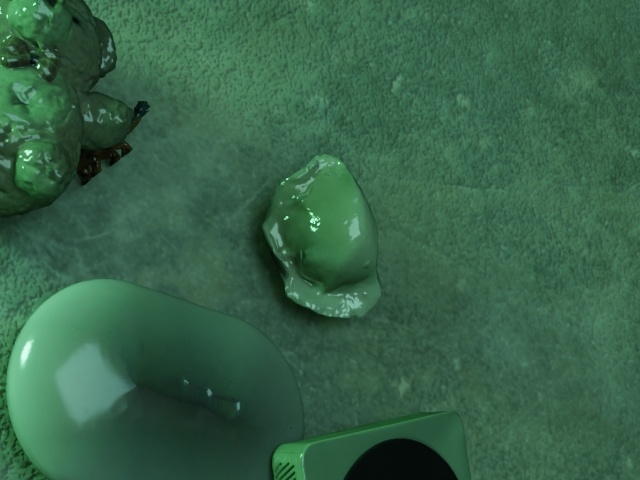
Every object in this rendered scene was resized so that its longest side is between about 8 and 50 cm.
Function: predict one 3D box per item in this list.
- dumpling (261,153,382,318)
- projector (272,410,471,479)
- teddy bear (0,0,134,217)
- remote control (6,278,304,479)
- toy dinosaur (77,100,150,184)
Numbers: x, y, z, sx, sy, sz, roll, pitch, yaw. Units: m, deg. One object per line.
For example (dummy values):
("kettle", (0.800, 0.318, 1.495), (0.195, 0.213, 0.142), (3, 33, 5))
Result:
("dumpling", (0.000, 0.000, 1.788), (0.127, 0.108, 0.188), (-13, 93, -12))
("projector", (0.063, 0.323, 1.687), (0.259, 0.079, 0.257), (-5, 86, -47))
("teddy bear", (-0.302, -0.151, 1.601), (0.236, 0.151, 0.267), (24, 64, -18))
("remote control", (-0.158, 0.163, 1.604), (0.332, 0.103, 0.221), (20, 69, -28))
("toy dinosaur", (-0.234, -0.101, 1.692), (0.055, 0.049, 0.154), (50, 57, -4))
